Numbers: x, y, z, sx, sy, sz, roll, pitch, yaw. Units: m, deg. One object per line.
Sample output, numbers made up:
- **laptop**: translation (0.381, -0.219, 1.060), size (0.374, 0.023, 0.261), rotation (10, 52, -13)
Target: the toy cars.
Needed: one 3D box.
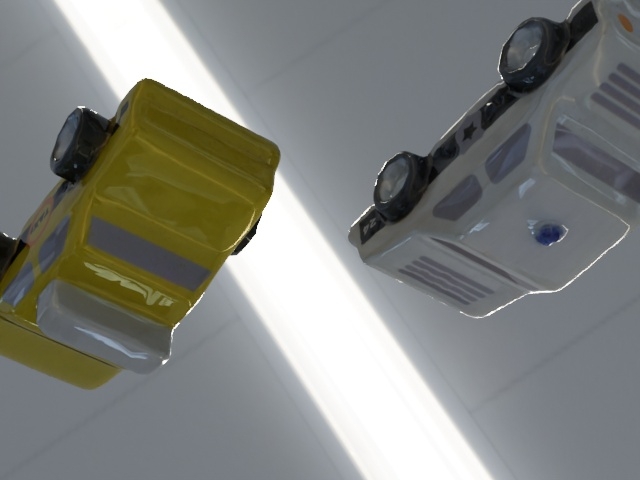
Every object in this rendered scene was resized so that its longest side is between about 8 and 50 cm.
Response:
- **toy cars**: translation (0.000, 0.000, 0.612), size (0.394, 0.176, 0.087), rotation (-11, -137, 6)
